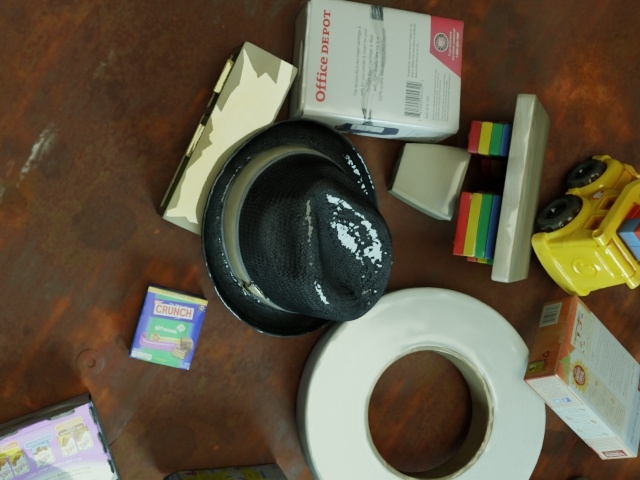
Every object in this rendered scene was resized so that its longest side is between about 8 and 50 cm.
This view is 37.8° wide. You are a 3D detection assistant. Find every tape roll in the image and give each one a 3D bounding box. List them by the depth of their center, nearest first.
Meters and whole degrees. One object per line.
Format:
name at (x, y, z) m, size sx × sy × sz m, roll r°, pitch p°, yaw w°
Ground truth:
tape roll at (0.156, 0.266, 1.437) m, size 0.392 × 0.072 × 0.392 m, roll 1°, pitch 85°, yaw -14°

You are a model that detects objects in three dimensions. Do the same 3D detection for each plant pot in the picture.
plant pot at (0.159, -0.097, 1.419) m, size 0.096 × 0.109 × 0.109 m, roll 17°, pitch 91°, yaw -4°

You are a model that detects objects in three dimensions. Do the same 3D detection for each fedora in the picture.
fedora at (0.000, 0.000, 1.305) m, size 0.334 × 0.152 × 0.334 m, roll -14°, pitch 114°, yaw -35°

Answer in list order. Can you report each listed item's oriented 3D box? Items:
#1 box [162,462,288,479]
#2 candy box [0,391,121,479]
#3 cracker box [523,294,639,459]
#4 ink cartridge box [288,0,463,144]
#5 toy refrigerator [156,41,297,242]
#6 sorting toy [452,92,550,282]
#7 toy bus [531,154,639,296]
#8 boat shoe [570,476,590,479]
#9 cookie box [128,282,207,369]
box at (-0.140, 0.370, 1.382) m, size 0.179 × 0.105 × 0.043 m, roll 1°, pitch 95°, yaw -14°
candy box at (-0.376, 0.340, 1.334) m, size 0.165 × 0.070 × 0.196 m, roll -19°, pitch 100°, yaw -13°
cracker box at (0.428, 0.220, 1.486) m, size 0.232 × 0.067 × 0.156 m, roll 44°, pitch 51°, yaw -23°
ink cartridge box at (0.079, -0.245, 1.368) m, size 0.237 × 0.100 × 0.172 m, roll 5°, pitch 83°, yaw -15°
toy refrigerator at (-0.139, -0.141, 1.332) m, size 0.094 × 0.102 × 0.269 m, roll 26°, pitch 89°, yaw -16°
sorting toy at (0.269, -0.074, 1.388) m, size 0.089 × 0.255 × 0.257 m, roll 8°, pitch 92°, yaw 18°
toy bus at (0.467, -0.032, 1.434) m, size 0.149 × 0.211 × 0.220 m, roll 48°, pitch 64°, yaw -18°
boat shoe at (0.433, 0.464, 1.532) m, size 0.355 × 0.132 × 0.130 m, roll 11°, pitch 93°, yaw -17°
cookie box at (-0.223, 0.125, 1.368) m, size 0.092 × 0.040 × 0.107 m, roll 15°, pitch 91°, yaw -15°
